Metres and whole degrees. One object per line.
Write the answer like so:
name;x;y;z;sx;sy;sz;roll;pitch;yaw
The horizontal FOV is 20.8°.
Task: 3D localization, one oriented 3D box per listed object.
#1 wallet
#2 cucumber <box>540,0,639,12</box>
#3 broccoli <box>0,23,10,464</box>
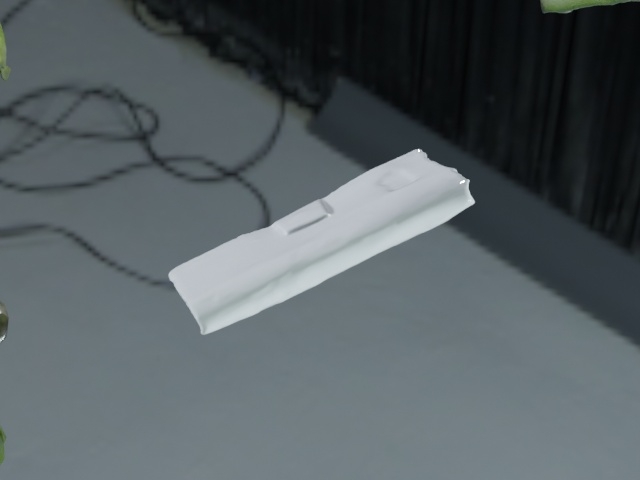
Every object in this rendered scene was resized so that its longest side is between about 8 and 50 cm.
wallet;0.000;0.000;0.483;0.083;0.011;0.044;-27;21;-7
cucumber;0.112;-0.113;0.555;0.107;0.067;0.035;-2;18;47
broccoli;-0.121;0.040;0.356;0.165;0.145;0.304;-24;34;25
